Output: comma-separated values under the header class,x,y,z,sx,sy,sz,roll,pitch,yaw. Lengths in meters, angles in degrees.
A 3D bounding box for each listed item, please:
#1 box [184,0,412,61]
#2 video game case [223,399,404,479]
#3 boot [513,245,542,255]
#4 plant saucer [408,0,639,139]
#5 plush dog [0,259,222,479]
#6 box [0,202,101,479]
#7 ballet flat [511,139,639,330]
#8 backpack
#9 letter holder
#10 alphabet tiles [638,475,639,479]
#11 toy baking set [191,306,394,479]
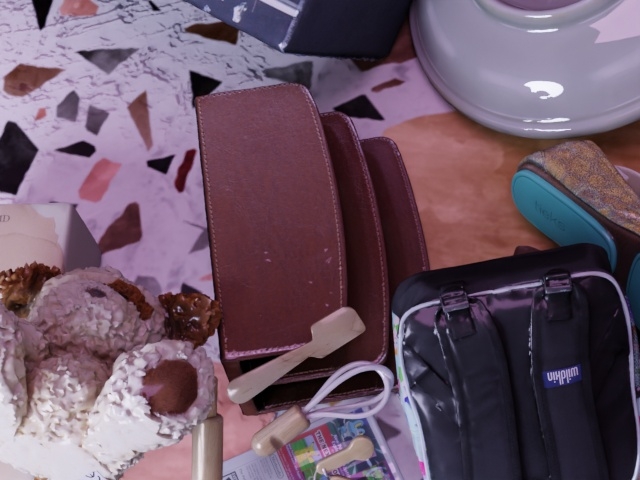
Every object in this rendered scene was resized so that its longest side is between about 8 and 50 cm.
class,x,y,z,sx,sy,sz,roll,pitch,yaw
box,-0.078,-0.506,1.649,0.472,0.297,0.479,29,106,18
video game case,0.001,0.277,1.507,0.183,0.023,0.201,-23,61,-3
boot,0.230,0.062,1.577,0.106,0.037,0.114,22,64,16
plant saucer,0.267,-0.306,1.660,0.401,0.100,0.400,-12,61,22
plush dog,-0.217,0.116,1.438,0.263,0.210,0.225,13,42,3
box,-0.321,0.124,1.579,0.148,0.121,0.311,-2,63,7
ballet flat,0.331,0.016,1.526,0.123,0.123,0.348,-34,55,-9
backpack,0.184,0.140,1.442,0.225,0.191,0.253,-11,101,3
letter holder,0.000,0.000,1.579,0.215,0.152,0.301,-9,62,2
alphabet tiles,0.324,0.378,1.411,0.285,0.011,0.342,-33,63,-9
toy baking set,-0.027,0.187,1.459,0.197,0.030,0.256,-3,101,-2
